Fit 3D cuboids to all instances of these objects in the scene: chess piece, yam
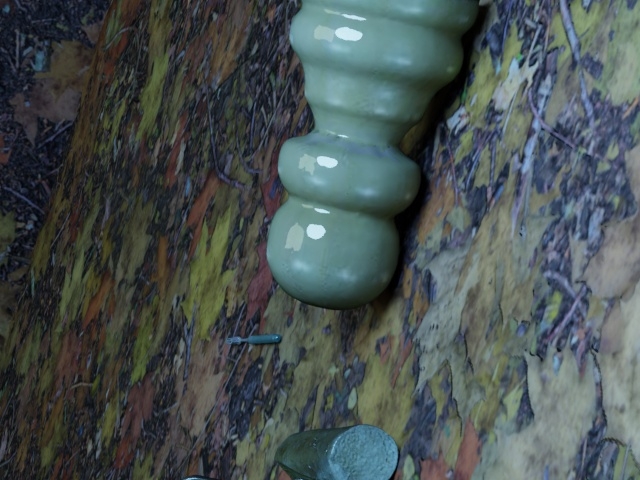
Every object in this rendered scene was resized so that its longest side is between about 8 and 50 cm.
[{"bbox_3d":[0.034,-0.094,1.782,0.182,0.182,0.330,-145,66,-69],"label":"chess piece"},{"bbox_3d":[0.010,0.211,1.756,0.169,0.068,0.068,158,124,-66],"label":"yam"}]

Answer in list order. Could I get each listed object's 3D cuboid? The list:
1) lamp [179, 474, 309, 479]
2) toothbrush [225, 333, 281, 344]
[{"bbox_3d":[-0.077,0.297,1.830,0.283,0.124,0.203,-142,63,-69],"label":"lamp"},{"bbox_3d":[-0.080,0.117,2.155,0.167,0.014,0.011,169,97,-68],"label":"toothbrush"}]
